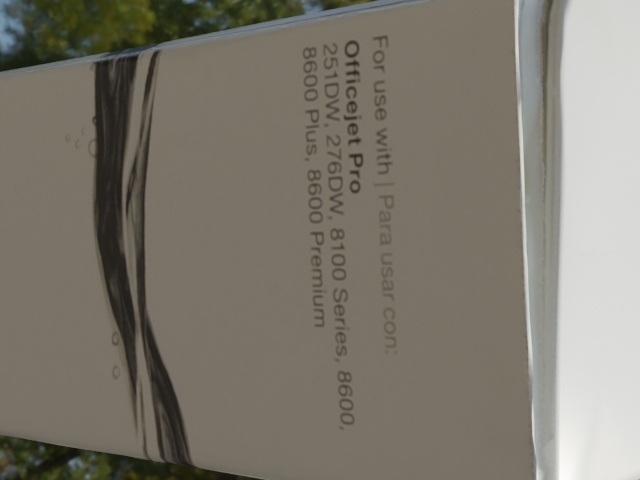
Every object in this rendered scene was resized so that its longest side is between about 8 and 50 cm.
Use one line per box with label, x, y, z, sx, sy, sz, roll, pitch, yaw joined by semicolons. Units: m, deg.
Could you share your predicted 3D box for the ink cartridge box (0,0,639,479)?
ink cartridge box;0.000;0.000;0.530;0.394;0.285;0.166;-1;-88;40
